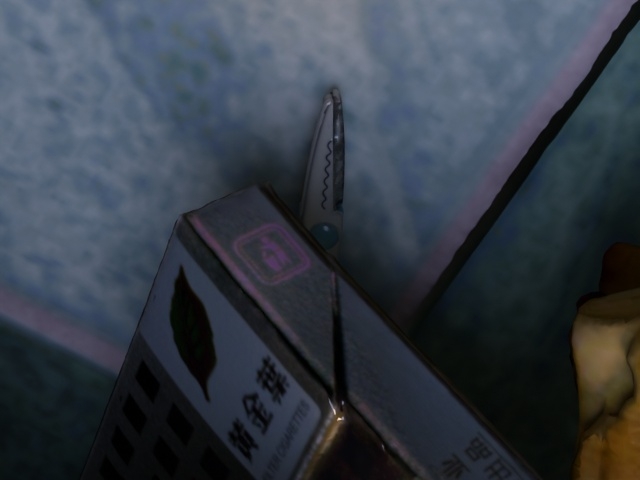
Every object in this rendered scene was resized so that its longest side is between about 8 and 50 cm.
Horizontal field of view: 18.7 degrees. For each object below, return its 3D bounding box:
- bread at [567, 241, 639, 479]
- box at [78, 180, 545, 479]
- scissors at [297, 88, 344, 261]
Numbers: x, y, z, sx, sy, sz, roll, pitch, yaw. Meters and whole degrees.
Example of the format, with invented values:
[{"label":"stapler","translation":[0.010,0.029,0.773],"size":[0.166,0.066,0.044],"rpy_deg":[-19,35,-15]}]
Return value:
[{"label":"bread","translation":[0.245,0.097,0.673],"size":[0.324,0.167,0.277],"rpy_deg":[-5,115,3]},{"label":"box","translation":[0.047,0.150,0.642],"size":[0.325,0.047,0.180],"rpy_deg":[46,141,18]},{"label":"scissors","translation":[0.000,0.000,0.717],"size":[0.058,0.014,0.119],"rpy_deg":[4,119,-5]}]
